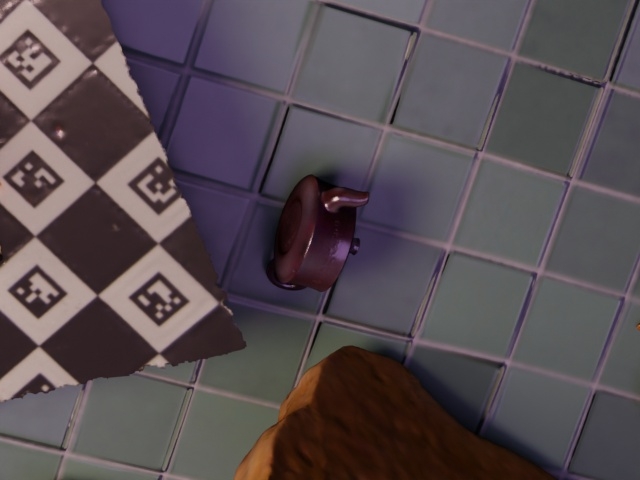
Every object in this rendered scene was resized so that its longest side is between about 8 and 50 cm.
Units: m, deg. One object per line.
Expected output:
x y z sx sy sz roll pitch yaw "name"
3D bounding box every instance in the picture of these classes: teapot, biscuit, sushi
0.000 0.000 1.159 0.045 0.068 0.100 17 139 -16 "teapot"
0.090 0.248 1.090 0.365 0.385 0.062 38 118 -15 "biscuit"
-0.208 -0.043 1.108 0.264 0.050 0.290 -14 112 13 "sushi"

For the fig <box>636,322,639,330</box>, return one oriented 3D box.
0.224 0.088 1.236 0.050 0.050 0.083 -21 90 -3 "fig"
